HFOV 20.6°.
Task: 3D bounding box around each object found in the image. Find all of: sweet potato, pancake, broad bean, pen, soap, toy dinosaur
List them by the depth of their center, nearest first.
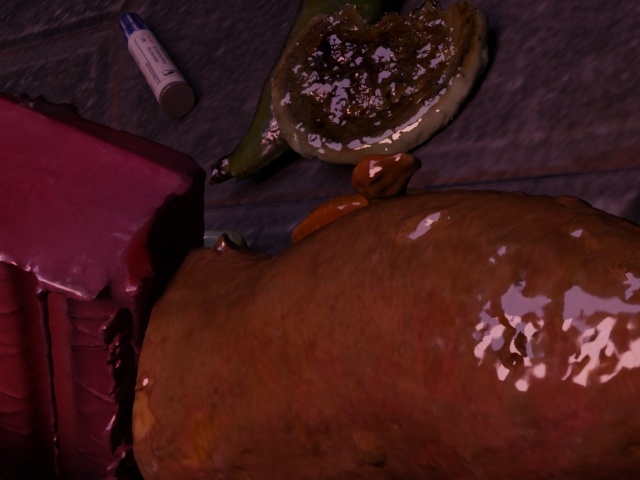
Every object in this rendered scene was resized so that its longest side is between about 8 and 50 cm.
[{"bbox_3d":[0.068,0.038,0.641,0.336,0.131,0.131,-15,39,45],"label":"sweet potato"},{"bbox_3d":[0.000,0.000,0.780,0.162,0.126,0.039,-8,64,29],"label":"toy dinosaur"},{"bbox_3d":[-0.147,0.047,0.840,0.250,0.162,0.099,98,-168,-51],"label":"soap"},{"bbox_3d":[0.031,-0.088,0.956,0.129,0.022,0.116,-9,49,26],"label":"pancake"},{"bbox_3d":[0.000,-0.110,1.035,0.061,0.046,0.195,5,56,54],"label":"broad bean"},{"bbox_3d":[-0.119,-0.129,1.256,0.025,0.025,0.204,-43,25,4],"label":"pen"}]

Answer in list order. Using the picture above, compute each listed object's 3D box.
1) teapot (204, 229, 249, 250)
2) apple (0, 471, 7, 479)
[{"bbox_3d":[-0.102,0.028,0.963,0.091,0.124,0.092,-52,-22,-57],"label":"teapot"},{"bbox_3d":[-0.219,0.167,0.769,0.211,0.188,0.211,-4,60,7],"label":"apple"}]
